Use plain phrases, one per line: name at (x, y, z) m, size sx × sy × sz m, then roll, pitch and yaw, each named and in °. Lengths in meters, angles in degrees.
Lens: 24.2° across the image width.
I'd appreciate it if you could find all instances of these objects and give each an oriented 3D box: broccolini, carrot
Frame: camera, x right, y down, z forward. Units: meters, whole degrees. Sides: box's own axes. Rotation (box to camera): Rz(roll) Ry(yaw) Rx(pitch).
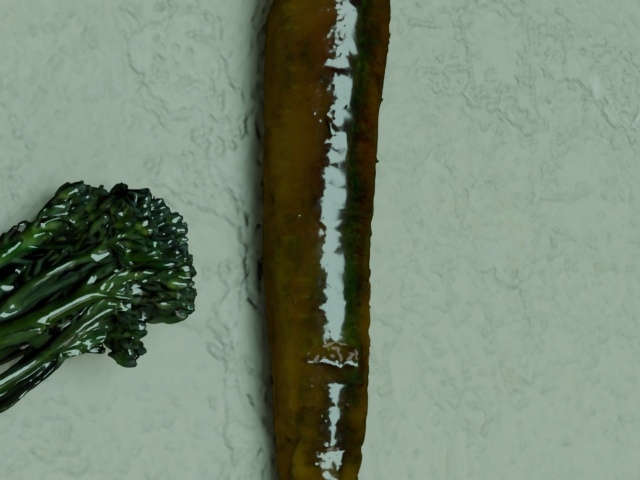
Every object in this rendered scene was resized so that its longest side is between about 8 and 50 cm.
broccolini at (-0.147, 0.041, 0.665) m, size 0.202 × 0.068 × 0.091 m, roll -29°, pitch 87°, yaw -19°
carrot at (0.000, 0.000, 0.760) m, size 0.066 × 0.066 × 0.314 m, roll 6°, pitch 82°, yaw -34°
